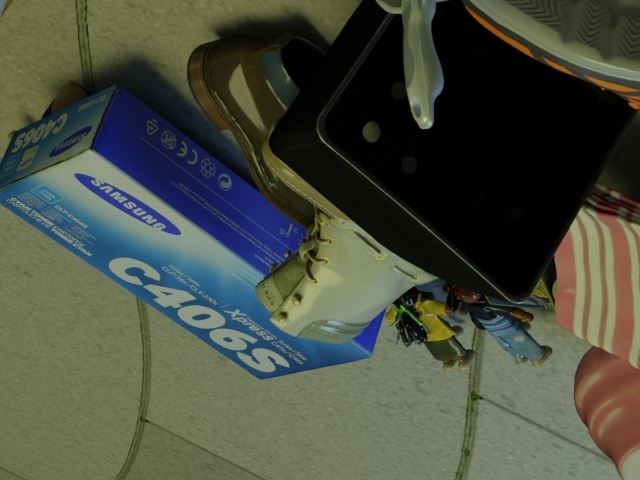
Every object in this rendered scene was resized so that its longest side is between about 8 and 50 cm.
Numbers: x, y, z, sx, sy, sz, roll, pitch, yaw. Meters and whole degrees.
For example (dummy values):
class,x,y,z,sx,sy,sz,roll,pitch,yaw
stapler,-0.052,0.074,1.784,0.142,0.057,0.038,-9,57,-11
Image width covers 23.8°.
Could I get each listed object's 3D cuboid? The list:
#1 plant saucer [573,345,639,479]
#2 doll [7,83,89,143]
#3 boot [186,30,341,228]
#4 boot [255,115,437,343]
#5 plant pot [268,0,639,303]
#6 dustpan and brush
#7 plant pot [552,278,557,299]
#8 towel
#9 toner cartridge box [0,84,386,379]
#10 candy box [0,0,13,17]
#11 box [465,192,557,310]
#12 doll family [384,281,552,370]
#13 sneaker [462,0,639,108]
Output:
class,x,y,z,sx,sy,sz,roll,pitch,yaw
plant saucer,0.362,0.154,1.177,0.332,0.084,0.332,8,155,4
doll,-0.237,-0.075,1.443,0.129,0.046,0.189,33,151,-7
boot,-0.004,-0.078,1.203,0.219,0.082,0.106,45,149,-25
boot,0.000,0.000,1.200,0.213,0.077,0.165,30,128,-34
plant pot,0.074,-0.084,1.043,0.187,0.188,0.167,39,163,-20
dustpan and brush,0.062,-0.163,0.882,0.060,0.211,0.147,-3,162,-26
plant pot,0.230,0.019,1.161,0.083,0.079,0.083,20,151,12
towel,0.229,0.044,1.036,0.197,0.029,0.144,31,145,45
toner cartridge box,-0.114,0.005,1.384,0.348,0.075,0.165,37,144,-30
candy box,-0.213,-0.277,0.980,0.071,0.159,0.233,23,152,10
box,0.151,0.011,1.174,0.059,0.054,0.169,5,168,15
doll family,0.119,0.062,1.339,0.193,0.076,0.111,-12,128,43
sneaker,0.229,-0.084,0.950,0.321,0.125,0.180,22,150,10
